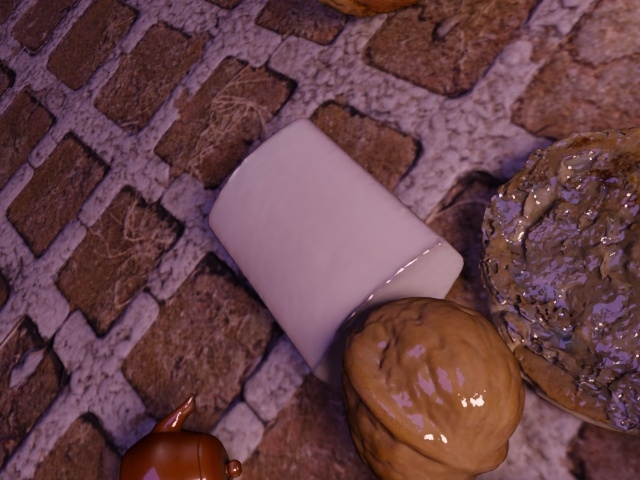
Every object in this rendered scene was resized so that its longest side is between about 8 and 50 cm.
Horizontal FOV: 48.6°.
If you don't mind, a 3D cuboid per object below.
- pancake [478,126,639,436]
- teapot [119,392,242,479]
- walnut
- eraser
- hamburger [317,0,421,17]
[{"bbox_3d":[0.255,0.020,0.575,0.282,0.049,0.282,-17,56,27],"label":"pancake"},{"bbox_3d":[-0.128,0.240,0.692,0.116,0.116,0.173,-18,81,27],"label":"teapot"},{"bbox_3d":[0.085,0.122,0.572,0.166,0.149,0.166,-43,35,41],"label":"walnut"},{"bbox_3d":[0.000,0.000,0.741,0.174,0.095,0.270,-46,48,4],"label":"eraser"},{"bbox_3d":[0.115,-0.361,0.832,0.282,0.245,0.155,-6,83,-14],"label":"hamburger"}]
